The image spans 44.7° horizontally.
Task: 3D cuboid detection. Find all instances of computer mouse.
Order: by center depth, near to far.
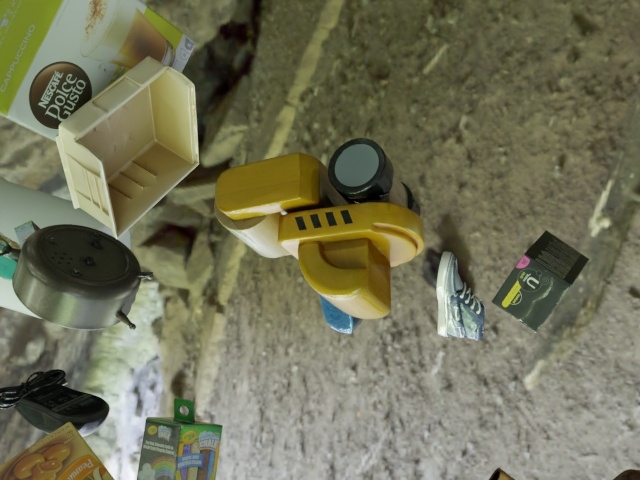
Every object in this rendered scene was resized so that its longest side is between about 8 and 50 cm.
[{"bbox_3d":[-0.554,0.358,1.648,0.272,0.188,0.072,12,106,34],"label":"computer mouse"}]

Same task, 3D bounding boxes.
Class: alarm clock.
[{"bbox_3d":[-0.280,0.029,0.842,0.129,0.192,0.064,-92,23,-60],"label":"alarm clock"}]

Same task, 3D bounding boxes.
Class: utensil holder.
[{"bbox_3d":[-0.730,0.033,1.998,0.327,0.385,0.328,17,-90,-81],"label":"utensil holder"}]

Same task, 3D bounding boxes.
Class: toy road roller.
[{"bbox_3d":[0.000,0.000,1.233,0.202,0.329,0.241,44,-137,-58],"label":"toy road roller"}]

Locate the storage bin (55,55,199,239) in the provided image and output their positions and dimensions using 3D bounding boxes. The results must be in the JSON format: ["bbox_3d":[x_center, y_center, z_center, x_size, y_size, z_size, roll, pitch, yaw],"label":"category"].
[{"bbox_3d":[-0.376,-0.189,1.559,0.262,0.123,0.260,-49,-18,-31],"label":"storage bin"}]

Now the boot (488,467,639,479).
[{"bbox_3d":[0.396,0.451,1.327,0.264,0.280,0.096,-53,17,12],"label":"boot"}]

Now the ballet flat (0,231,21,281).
[{"bbox_3d":[-0.670,-0.005,1.520,0.091,0.241,0.077,-46,12,17],"label":"ballet flat"}]

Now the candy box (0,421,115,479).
[{"bbox_3d":[-0.449,0.490,1.395,0.316,0.183,0.087,34,144,38],"label":"candy box"}]

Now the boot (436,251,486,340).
[{"bbox_3d":[0.262,0.103,1.429,0.069,0.086,0.190,-62,-28,-46],"label":"boot"}]

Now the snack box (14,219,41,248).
[{"bbox_3d":[-0.483,0.039,1.385,0.100,0.037,0.141,61,176,28],"label":"snack box"}]

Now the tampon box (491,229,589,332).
[{"bbox_3d":[0.412,0.074,1.454,0.161,0.101,0.120,-28,-30,-56],"label":"tampon box"}]

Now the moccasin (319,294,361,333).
[{"bbox_3d":[0.048,0.056,1.822,0.117,0.137,0.342,-42,-38,-42],"label":"moccasin"}]

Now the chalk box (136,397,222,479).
[{"bbox_3d":[-0.319,0.472,1.784,0.132,0.132,0.213,0,77,39],"label":"chalk box"}]

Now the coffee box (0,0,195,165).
[{"bbox_3d":[-0.552,-0.390,1.671,0.338,0.334,0.338,25,88,35],"label":"coffee box"}]
